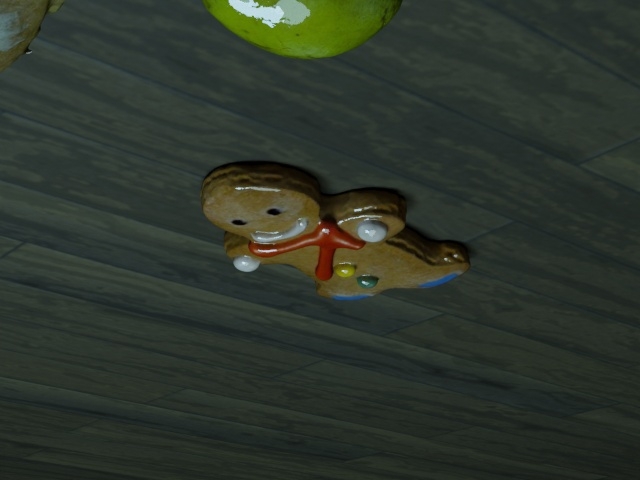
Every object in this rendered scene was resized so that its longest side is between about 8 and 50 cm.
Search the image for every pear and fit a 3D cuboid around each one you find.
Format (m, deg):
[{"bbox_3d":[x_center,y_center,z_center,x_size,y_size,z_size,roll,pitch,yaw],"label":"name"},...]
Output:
[{"bbox_3d":[-0.013,-0.162,0.717,0.131,0.107,0.107,2,160,-36],"label":"pear"}]

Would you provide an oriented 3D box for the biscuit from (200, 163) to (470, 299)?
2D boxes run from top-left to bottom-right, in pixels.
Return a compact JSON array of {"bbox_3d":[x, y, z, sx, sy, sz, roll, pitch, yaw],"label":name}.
[{"bbox_3d":[0.001,0.002,1.190,0.205,0.049,0.324,-12,153,28],"label":"biscuit"}]

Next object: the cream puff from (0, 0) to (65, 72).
[{"bbox_3d":[-0.227,-0.161,0.697,0.165,0.115,0.150,-28,167,13],"label":"cream puff"}]
